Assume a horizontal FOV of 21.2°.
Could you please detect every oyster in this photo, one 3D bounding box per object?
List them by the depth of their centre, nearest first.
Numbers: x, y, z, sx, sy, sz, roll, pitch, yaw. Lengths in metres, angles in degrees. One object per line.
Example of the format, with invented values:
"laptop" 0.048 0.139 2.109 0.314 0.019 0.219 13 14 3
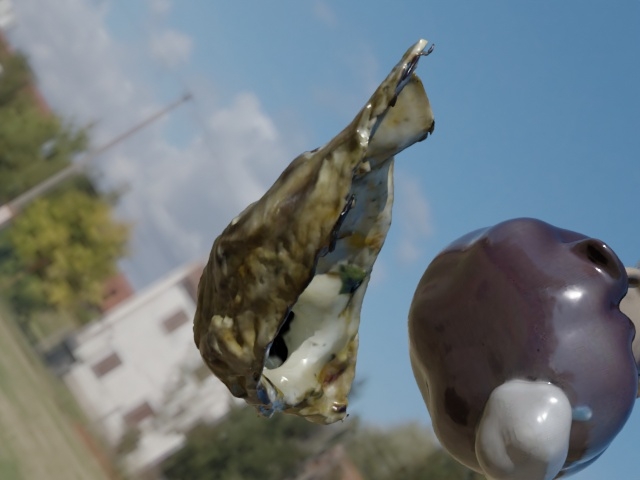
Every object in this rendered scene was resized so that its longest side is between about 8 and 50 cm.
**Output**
"oyster" 0.000 -0.003 1.008 0.094 0.166 0.294 35 -60 22

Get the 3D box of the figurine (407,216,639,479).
"figurine" 0.234 0.088 1.374 0.218 0.365 0.206 -20 -106 58
